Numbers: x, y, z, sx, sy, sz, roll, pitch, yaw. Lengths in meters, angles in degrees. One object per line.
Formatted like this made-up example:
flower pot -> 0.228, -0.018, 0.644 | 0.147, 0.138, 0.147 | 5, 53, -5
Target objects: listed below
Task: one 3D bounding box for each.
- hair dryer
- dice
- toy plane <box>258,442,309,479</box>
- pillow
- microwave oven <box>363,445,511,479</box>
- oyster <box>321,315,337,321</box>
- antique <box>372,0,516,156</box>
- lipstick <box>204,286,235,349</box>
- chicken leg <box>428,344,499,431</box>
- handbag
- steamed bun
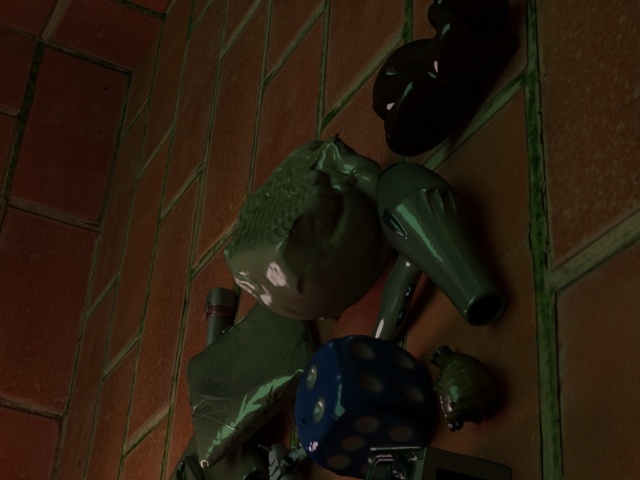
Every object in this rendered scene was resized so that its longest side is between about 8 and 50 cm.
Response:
hair dryer -> 0.147, 0.064, 1.523 | 0.296, 0.119, 0.298 | -145, 58, -64
dice -> 0.055, 0.217, 1.522 | 0.146, 0.146, 0.143 | -100, 33, -50
toy plane -> -0.055, 0.360, 1.798 | 0.162, 0.065, 0.171 | -56, 29, 10
pillow -> -0.116, 0.218, 1.975 | 0.281, 0.076, 0.274 | -43, 31, 16
microwave oven -> 0.112, 0.345, 1.310 | 0.162, 0.122, 0.208 | -21, 54, 63
oyster -> -0.009, 0.051, 1.929 | 0.106, 0.061, 0.200 | -67, 22, 10
antique -> 0.169, -0.254, 1.636 | 0.257, 0.121, 0.143 | -56, 32, 32
lipstick -> -0.209, 0.190, 2.321 | 0.063, 0.057, 0.186 | -39, 42, 55
chicken leg -> 0.164, 0.174, 1.408 | 0.178, 0.070, 0.093 | -120, 44, -72
handbag -> -0.197, 0.443, 2.018 | 0.315, 0.109, 0.253 | -60, 27, 15
steamed bun -> 0.000, 0.000, 1.755 | 0.275, 0.206, 0.320 | -25, 26, 42
